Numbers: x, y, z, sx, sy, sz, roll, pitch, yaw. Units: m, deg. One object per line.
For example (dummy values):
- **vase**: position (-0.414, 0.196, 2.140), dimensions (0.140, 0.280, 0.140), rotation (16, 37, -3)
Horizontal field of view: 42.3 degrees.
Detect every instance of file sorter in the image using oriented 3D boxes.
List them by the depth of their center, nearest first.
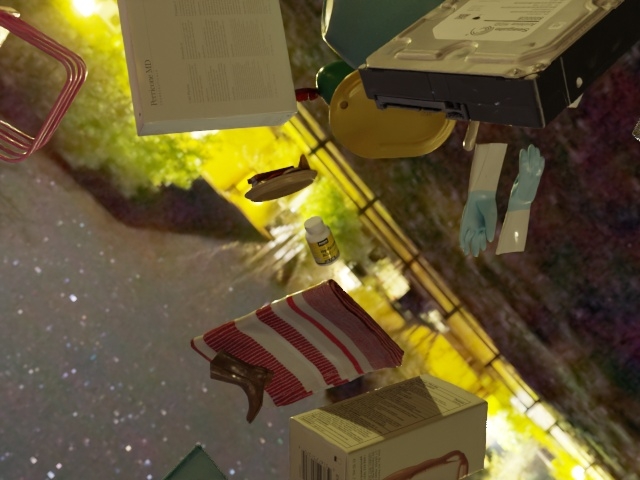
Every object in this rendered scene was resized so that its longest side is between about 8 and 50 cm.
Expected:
- **file sorter**: position (-0.520, -0.262, 1.399), dimensions (0.182, 0.202, 0.290), rotation (31, -173, -16)

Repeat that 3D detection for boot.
- **boot**: position (-0.153, 0.259, 1.469), dimensions (0.114, 0.106, 0.037), rotation (22, 170, -12)

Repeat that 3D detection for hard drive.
- **hard drive**: position (0.235, -0.244, 0.914), dimensions (0.237, 0.339, 0.064), rotation (17, 139, 47)

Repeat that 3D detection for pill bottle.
- **pill bottle**: position (0.000, 0.000, 1.989), dimensions (0.065, 0.065, 0.116), rotation (48, 165, 56)

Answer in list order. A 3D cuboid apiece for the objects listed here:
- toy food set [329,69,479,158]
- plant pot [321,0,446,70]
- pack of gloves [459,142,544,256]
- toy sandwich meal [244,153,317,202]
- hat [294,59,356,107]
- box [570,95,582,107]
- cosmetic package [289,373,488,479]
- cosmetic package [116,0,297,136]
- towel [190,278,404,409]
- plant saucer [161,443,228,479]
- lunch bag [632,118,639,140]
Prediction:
- **toy food set**: position (0.115, -0.185, 1.149), dimensions (0.071, 0.218, 0.128), rotation (-111, 21, -67)
- **plant pot**: position (0.109, -0.394, 1.396), dimensions (0.195, 0.290, 0.290), rotation (6, -172, -9)
- **pack of gloves**: position (0.366, -0.073, 1.614), dimensions (0.195, 0.232, 0.046), rotation (-5, -158, -33)
- **toy sandwich meal**: position (-0.042, -0.062, 0.826), dimensions (0.085, 0.085, 0.029), rotation (48, -157, -83)
- **hat**: position (0.000, -0.359, 1.772), dimensions (0.183, 0.173, 0.208), rotation (26, -153, -17)
- **box**: position (0.461, -0.427, 2.036), dimensions (0.232, 0.058, 0.322), rotation (0, -146, -27)
- **cosmetic package**: position (0.110, 0.323, 1.308), dimensions (0.153, 0.296, 0.129), rotation (18, 112, 52)
- **cosmetic package**: position (-0.217, -0.391, 1.513), dimensions (0.097, 0.284, 0.377), rotation (156, 106, -66)
- **towel**: position (-0.044, 0.200, 1.504), dimensions (0.237, 0.329, 0.037), rotation (46, -146, -31)
- **plant saucer**: position (-0.208, 0.365, 1.119), dimensions (0.067, 0.192, 0.018), rotation (46, -175, 18)
- **lunch bag**: position (0.539, -0.182, 1.293), dimensions (0.071, 0.083, 0.053), rotation (28, -179, -28)
